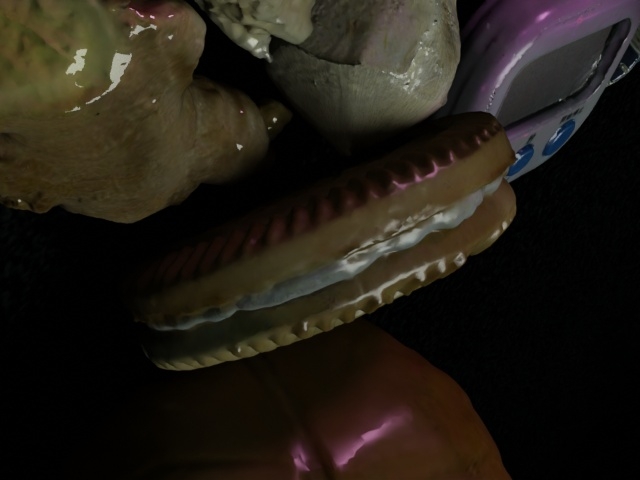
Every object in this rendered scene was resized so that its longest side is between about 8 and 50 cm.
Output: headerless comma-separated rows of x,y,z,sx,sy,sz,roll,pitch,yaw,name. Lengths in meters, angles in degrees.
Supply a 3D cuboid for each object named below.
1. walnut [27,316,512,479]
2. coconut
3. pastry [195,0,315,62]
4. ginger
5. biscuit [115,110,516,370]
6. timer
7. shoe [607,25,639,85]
-0.047,0.225,0.910,0.354,0.307,0.398,-1,150,-23,walnut
0.022,-0.105,0.716,0.110,0.110,0.124,25,66,-68,coconut
0.018,-0.205,0.586,0.258,0.089,0.121,-52,163,7,pastry
-0.100,-0.058,0.641,0.137,0.074,0.213,-27,162,9,ginger
0.000,0.000,0.783,0.259,0.079,0.259,-24,-173,3,biscuit
0.154,-0.121,1.017,0.208,0.069,0.190,-26,150,-41,timer
0.256,-0.176,1.136,0.143,0.064,0.071,-38,176,-9,shoe
